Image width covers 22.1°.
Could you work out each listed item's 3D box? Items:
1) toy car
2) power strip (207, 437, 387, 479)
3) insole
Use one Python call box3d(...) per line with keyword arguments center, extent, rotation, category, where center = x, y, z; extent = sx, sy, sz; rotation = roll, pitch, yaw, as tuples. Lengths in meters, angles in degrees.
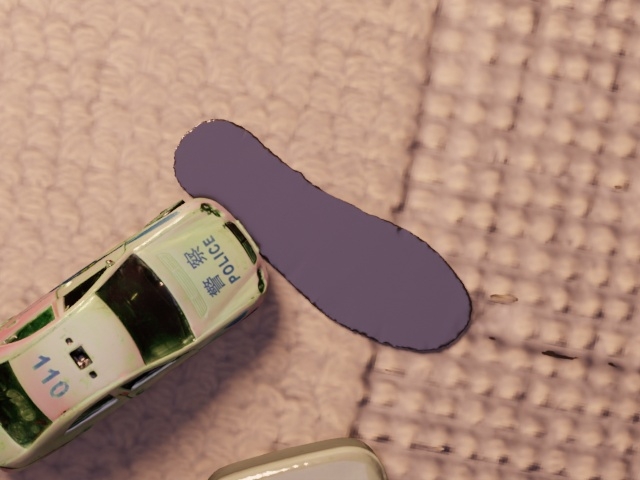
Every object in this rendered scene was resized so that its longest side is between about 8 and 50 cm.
box3d(center=(-0.138, 0.061, 1.063), extent=(0.224, 0.076, 0.090), rotation=(-35, 95, 0), category="toy car")
box3d(center=(-0.027, 0.278, 1.097), extent=(0.194, 0.059, 0.265), rotation=(-14, 96, -3), category="power strip")
box3d(center=(0.000, 0.000, 1.103), extent=(0.232, 0.003, 0.080), rotation=(35, 91, -6), category="insole")
